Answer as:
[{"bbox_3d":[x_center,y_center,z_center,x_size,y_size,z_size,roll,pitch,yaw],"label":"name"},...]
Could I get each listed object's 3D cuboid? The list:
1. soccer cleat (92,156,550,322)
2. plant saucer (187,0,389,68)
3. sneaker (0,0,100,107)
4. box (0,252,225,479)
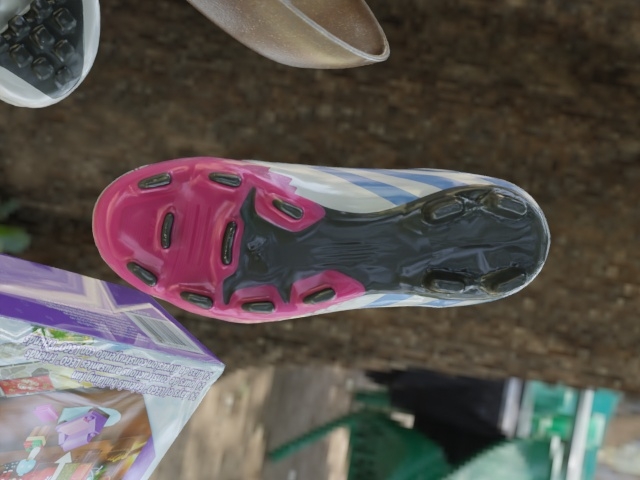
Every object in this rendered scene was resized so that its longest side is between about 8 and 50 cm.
[{"bbox_3d":[0.000,0.000,1.195,0.143,0.331,0.116,-140,-127,-82],"label":"soccer cleat"},{"bbox_3d":[-0.050,-0.143,0.742,0.036,0.198,0.198,-44,180,16],"label":"plant saucer"},{"bbox_3d":[-0.221,-0.186,0.911,0.110,0.292,0.118,-36,167,-14],"label":"sneaker"},{"bbox_3d":[-0.183,0.088,0.539,0.201,0.057,0.293,-56,148,8],"label":"box"}]
